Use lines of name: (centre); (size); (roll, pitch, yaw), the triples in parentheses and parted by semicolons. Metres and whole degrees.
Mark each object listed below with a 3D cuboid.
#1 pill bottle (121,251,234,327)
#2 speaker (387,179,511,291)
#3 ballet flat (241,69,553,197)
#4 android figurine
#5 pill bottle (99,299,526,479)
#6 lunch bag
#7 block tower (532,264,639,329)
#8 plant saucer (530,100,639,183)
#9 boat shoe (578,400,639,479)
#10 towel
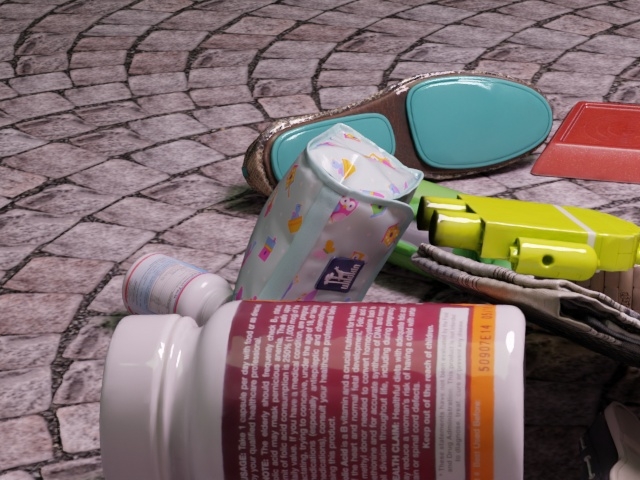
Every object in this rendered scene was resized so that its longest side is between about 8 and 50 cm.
pill bottle: (-0.162, 0.074, 1.938); (0.160, 0.087, 0.087); (20, 32, 40)
speaker: (0.121, -0.022, 2.079); (0.131, 0.131, 0.297); (-22, 30, -37)
ballet flat: (0.104, -0.158, 2.385); (0.483, 0.164, 0.182); (-13, 5, -18)
android figurine: (0.253, -0.006, 1.831); (0.273, 0.056, 0.248); (7, 11, -10)
pill bottle: (0.000, 0.169, 1.533); (0.392, 0.224, 0.224); (1, 24, 8)
lunch bag: (0.000, 0.000, 1.850); (0.160, 0.223, 0.262); (32, 17, 1)
block tower: (0.426, 0.053, 1.915); (0.336, 0.090, 0.097); (1, 23, 7)
plant saucer: (0.478, -0.156, 2.442); (0.259, 0.047, 0.258); (7, 25, 19)
boat shoe: (0.290, 0.243, 1.559); (0.075, 0.065, 0.206); (39, 27, -17)
towel: (0.289, 0.082, 1.650); (0.312, 0.056, 0.324); (24, -2, -25)
